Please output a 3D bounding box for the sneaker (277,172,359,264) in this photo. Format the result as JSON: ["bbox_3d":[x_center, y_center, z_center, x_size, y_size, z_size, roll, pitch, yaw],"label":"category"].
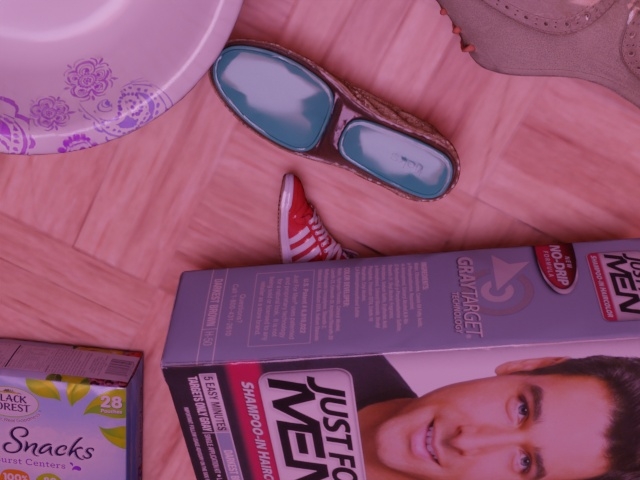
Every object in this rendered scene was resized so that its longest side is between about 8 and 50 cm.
[{"bbox_3d":[0.000,0.000,0.791,0.067,0.042,0.119,1,119,8],"label":"sneaker"}]

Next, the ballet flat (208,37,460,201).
[{"bbox_3d":[0.011,-0.092,0.741,0.206,0.067,0.073,30,109,-5],"label":"ballet flat"}]

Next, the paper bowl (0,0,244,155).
[{"bbox_3d":[-0.196,-0.211,0.640,0.284,0.148,0.284,-9,118,-16],"label":"paper bowl"}]

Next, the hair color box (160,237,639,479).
[{"bbox_3d":[0.081,0.115,0.770,0.374,0.114,0.185,-5,128,5],"label":"hair color box"}]

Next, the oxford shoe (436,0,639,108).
[{"bbox_3d":[0.107,-0.190,0.663,0.396,0.140,0.147,24,128,2],"label":"oxford shoe"}]

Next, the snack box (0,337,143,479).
[{"bbox_3d":[-0.266,0.179,0.865,0.207,0.070,0.175,6,112,1],"label":"snack box"}]
